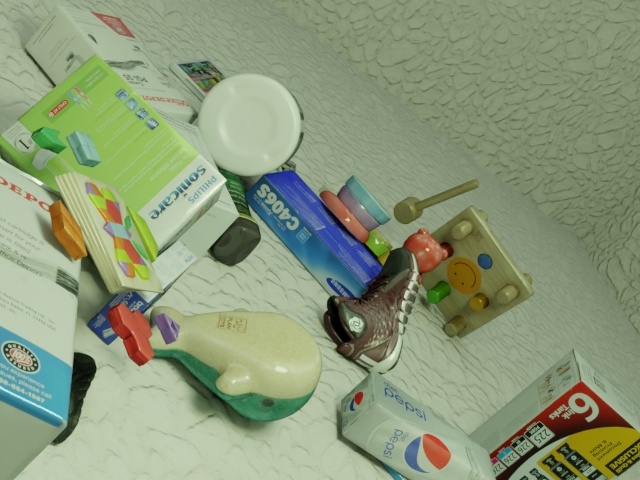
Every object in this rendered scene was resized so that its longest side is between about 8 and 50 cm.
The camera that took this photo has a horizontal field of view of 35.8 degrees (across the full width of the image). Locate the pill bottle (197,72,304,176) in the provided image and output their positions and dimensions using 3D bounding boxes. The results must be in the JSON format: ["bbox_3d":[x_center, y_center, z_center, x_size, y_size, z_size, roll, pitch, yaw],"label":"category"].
[{"bbox_3d":[-0.136,-0.240,2.076,0.204,0.204,0.361,43,5,-3],"label":"pill bottle"}]

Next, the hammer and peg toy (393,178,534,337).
[{"bbox_3d":[0.319,0.032,2.353,0.127,0.266,0.361,-28,83,-47],"label":"hammer and peg toy"}]

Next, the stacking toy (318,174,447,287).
[{"bbox_3d":[0.140,-0.046,2.287,0.309,0.130,0.279,46,5,-20],"label":"stacking toy"}]

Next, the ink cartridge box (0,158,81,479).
[{"bbox_3d":[-0.430,0.054,1.096,0.285,0.166,0.395,34,23,-28],"label":"ink cartridge box"}]

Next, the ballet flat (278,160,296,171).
[{"bbox_3d":[-0.100,-0.184,2.353,0.114,0.041,0.041,24,29,-41],"label":"ballet flat"}]

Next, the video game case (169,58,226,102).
[{"bbox_3d":[-0.261,-0.371,2.428,0.183,0.023,0.201,46,22,3],"label":"video game case"}]

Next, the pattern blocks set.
[{"bbox_3d":[-0.273,-0.006,1.302,0.324,0.026,0.285,61,9,-3],"label":"pattern blocks set"}]

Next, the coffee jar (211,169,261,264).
[{"bbox_3d":[-0.174,-0.043,1.861,0.079,0.096,0.184,24,28,-37],"label":"coffee jar"}]

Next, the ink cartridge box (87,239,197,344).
[{"bbox_3d":[-0.261,0.074,1.475,0.046,0.097,0.207,44,21,-2],"label":"ink cartridge box"}]

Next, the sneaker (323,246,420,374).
[{"bbox_3d":[0.095,0.112,1.947,0.163,0.106,0.281,26,57,-20],"label":"sneaker"}]

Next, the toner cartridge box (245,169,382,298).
[{"bbox_3d":[0.000,0.000,2.134,0.348,0.075,0.165,48,22,9],"label":"toner cartridge box"}]

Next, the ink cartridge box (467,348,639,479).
[{"bbox_3d":[0.472,0.413,1.896,0.272,0.309,0.130,41,21,-9],"label":"ink cartridge box"}]

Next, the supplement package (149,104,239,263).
[{"bbox_3d":[-0.268,-0.102,1.743,0.139,0.134,0.244,23,30,-44],"label":"supplement package"}]

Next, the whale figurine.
[{"bbox_3d":[-0.137,0.185,1.496,0.272,0.141,0.216,15,27,-8],"label":"whale figurine"}]

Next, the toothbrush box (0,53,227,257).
[{"bbox_3d":[-0.320,-0.107,1.522,0.283,0.206,0.122,43,-18,1],"label":"toothbrush box"}]

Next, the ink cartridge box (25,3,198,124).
[{"bbox_3d":[-0.397,-0.306,1.914,0.283,0.117,0.207,49,20,13],"label":"ink cartridge box"}]

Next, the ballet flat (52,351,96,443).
[{"bbox_3d":[-0.320,0.190,1.243,0.058,0.049,0.173,12,21,-6],"label":"ballet flat"}]

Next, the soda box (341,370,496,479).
[{"bbox_3d":[0.170,0.352,1.715,0.286,0.091,0.098,37,22,-18],"label":"soda box"}]

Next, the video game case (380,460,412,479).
[{"bbox_3d":[0.167,0.402,1.768,0.119,0.015,0.166,50,21,15],"label":"video game case"}]
